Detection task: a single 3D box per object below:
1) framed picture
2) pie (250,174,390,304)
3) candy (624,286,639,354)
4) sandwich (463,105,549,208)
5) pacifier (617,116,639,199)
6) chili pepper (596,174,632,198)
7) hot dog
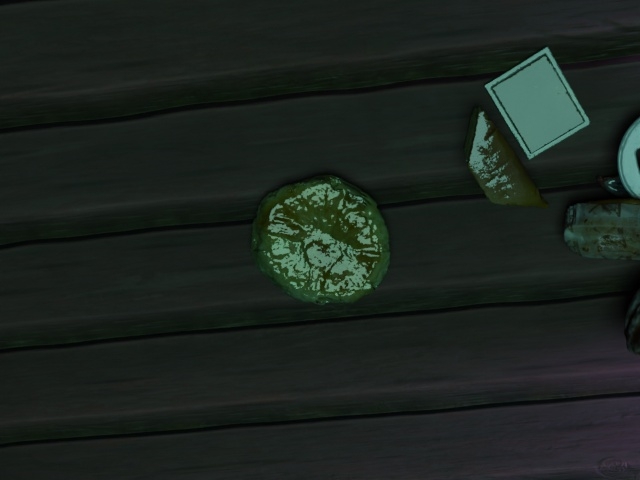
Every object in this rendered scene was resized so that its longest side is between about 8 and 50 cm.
[{"bbox_3d":[0.431,-0.270,1.721,0.142,0.011,0.183,-32,107,13],"label":"framed picture"},{"bbox_3d":[0.000,0.000,1.813,0.306,0.071,0.307,0,108,1],"label":"pie"},{"bbox_3d":[0.725,0.121,1.746,0.157,0.214,0.290,25,113,-4],"label":"candy"},{"bbox_3d":[0.350,-0.147,1.727,0.096,0.094,0.258,-32,107,12],"label":"sandwich"},{"bbox_3d":[0.717,-0.149,1.636,0.287,0.226,0.239,-13,96,11],"label":"pacifier"},{"bbox_3d":[0.637,-0.105,1.758,0.153,0.041,0.050,16,69,-3],"label":"chili pepper"},{"bbox_3d":[0.607,-0.022,1.711,0.267,0.075,0.144,8,133,40],"label":"hot dog"}]
